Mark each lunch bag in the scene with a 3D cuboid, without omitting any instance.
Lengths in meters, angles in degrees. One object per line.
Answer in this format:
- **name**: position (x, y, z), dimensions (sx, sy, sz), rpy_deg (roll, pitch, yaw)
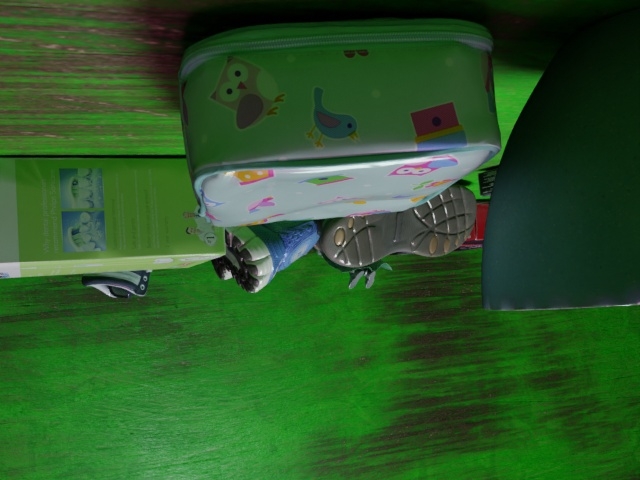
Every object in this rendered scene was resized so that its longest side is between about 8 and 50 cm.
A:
- **lunch bag**: position (0.010, -0.079, 0.549), dimensions (0.224, 0.107, 0.279), rpy_deg (-7, 177, -7)

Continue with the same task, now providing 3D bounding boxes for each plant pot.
- **plant pot**: position (0.255, -0.058, 0.516), dimensions (0.290, 0.195, 0.290), rpy_deg (-5, 176, 0)

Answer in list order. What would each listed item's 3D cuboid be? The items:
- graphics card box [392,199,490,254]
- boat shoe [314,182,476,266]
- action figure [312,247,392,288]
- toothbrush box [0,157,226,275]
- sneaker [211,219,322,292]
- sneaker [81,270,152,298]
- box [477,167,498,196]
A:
- **graphics card box**: position (0.349, -0.028, 1.704), dimensions (0.233, 0.094, 0.371), rpy_deg (-3, 176, -27)
- **boat shoe**: position (0.120, -0.047, 1.183), dimensions (0.356, 0.132, 0.130), rpy_deg (-5, -158, -40)
- **action figure**: position (0.000, 0.000, 1.231), dimensions (0.232, 0.063, 0.137), rpy_deg (40, -160, 34)
- **toothbrush box**: position (-0.279, -0.023, 0.861), dimensions (0.283, 0.122, 0.206), rpy_deg (-4, 175, -22)
- **sneaker**: position (-0.089, -0.018, 1.002), dimensions (0.147, 0.129, 0.330), rpy_deg (-26, -160, -18)
- **sneaker**: position (-0.263, 0.014, 1.148), dimensions (0.282, 0.153, 0.099), rpy_deg (-1, 175, -42)
- **box**: position (0.375, -0.101, 1.089), dimensions (0.184, 0.045, 0.191), rpy_deg (-4, 176, -38)
